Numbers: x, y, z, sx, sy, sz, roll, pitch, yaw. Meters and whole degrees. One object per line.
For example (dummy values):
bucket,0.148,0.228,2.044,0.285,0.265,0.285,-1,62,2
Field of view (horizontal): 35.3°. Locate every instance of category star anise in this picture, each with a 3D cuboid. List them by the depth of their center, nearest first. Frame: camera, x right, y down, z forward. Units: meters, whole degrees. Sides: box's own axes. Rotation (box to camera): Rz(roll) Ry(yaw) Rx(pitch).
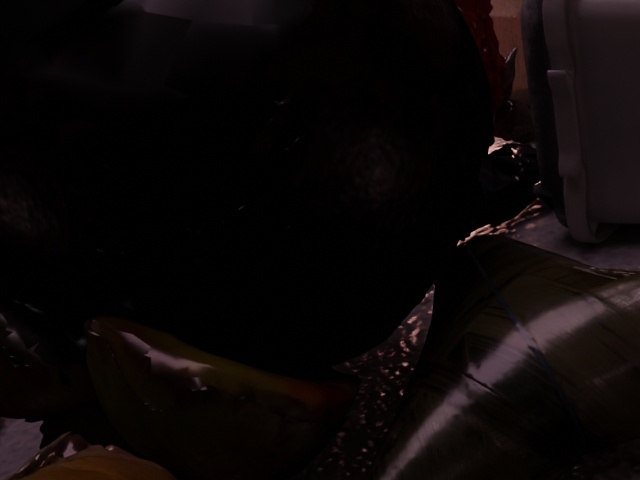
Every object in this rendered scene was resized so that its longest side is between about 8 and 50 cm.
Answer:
star anise,0.159,-0.122,1.239,0.218,0.148,0.227,21,58,9

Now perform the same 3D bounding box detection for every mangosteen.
mangosteen,-0.085,-0.049,0.670,0.381,0.381,0.421,0,54,42

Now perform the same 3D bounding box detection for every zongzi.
zongzi,0.081,0.089,0.635,0.242,0.112,0.221,-29,17,-11

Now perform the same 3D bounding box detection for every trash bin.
trash bin,0.371,-0.153,0.835,0.368,0.296,0.256,9,29,42

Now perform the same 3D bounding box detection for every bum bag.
bum bag,0.149,-0.042,1.015,0.310,0.074,0.137,-25,7,-43

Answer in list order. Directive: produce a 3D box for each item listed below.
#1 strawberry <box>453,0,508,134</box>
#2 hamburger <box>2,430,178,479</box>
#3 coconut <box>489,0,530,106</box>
strawberry,0.046,-0.216,1.106,0.292,0.292,0.343,-15,61,5
hamburger,-0.118,0.193,0.401,0.155,0.245,0.282,-12,62,-2
coconut,0.289,-0.331,1.459,0.237,0.265,0.237,-9,24,4
